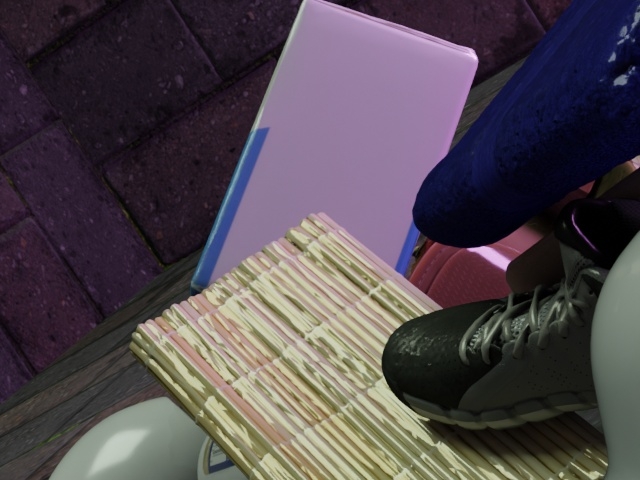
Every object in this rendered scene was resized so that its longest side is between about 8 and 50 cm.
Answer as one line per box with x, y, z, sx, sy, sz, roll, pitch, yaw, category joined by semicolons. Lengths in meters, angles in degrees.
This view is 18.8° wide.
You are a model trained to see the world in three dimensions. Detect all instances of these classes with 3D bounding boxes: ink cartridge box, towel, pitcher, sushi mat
0.000;0.000;1.377;0.307;0.129;0.223;104;-174;-72;ink cartridge box
0.168;-0.099;0.954;0.227;0.076;0.308;-51;3;-15;towel
-0.154;0.218;1.399;0.207;0.125;0.178;-46;-8;-8;pitcher
0.022;0.090;1.080;0.151;0.019;0.316;-35;40;-14;sushi mat

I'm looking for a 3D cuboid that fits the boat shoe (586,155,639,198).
0.241;-0.029;1.437;0.080;0.073;0.223;-62;3;15;boat shoe

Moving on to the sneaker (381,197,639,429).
0.120;0.027;0.973;0.229;0.132;0.086;-2;48;29;sneaker

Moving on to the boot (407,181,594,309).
0.101;0.040;1.481;0.283;0.109;0.220;-65;8;-30;boot

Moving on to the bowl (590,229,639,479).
0.226;-0.001;0.769;0.298;0.134;0.298;-22;3;1;bowl

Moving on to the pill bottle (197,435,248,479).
0.002;0.139;1.247;0.094;0.094;0.169;-38;8;-39;pill bottle

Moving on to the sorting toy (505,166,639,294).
0.217;-0.017;1.029;0.196;0.047;0.348;-2;-18;-22;sorting toy
